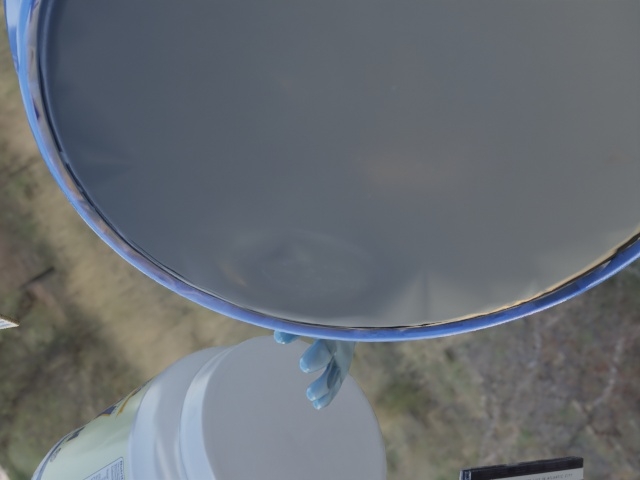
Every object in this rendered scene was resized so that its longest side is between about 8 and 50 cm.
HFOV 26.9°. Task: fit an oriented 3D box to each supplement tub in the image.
[{"bbox_3d":[-0.114,0.239,1.268,0.325,0.235,0.235,-35,87,44],"label":"supplement tub"}]

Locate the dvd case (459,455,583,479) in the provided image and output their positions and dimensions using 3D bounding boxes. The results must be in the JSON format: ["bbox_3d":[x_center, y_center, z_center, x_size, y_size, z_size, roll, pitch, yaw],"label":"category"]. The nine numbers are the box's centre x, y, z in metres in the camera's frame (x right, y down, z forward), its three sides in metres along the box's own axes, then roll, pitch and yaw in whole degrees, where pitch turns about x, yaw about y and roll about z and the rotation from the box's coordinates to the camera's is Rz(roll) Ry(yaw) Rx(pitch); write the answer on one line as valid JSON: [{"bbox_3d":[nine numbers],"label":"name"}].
[{"bbox_3d":[0.196,0.327,1.311,0.018,0.164,0.221,3,91,51],"label":"dvd case"}]

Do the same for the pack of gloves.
[{"bbox_3d":[0.000,0.000,0.987,0.232,0.046,0.195,-59,-33,-65],"label":"pack of gloves"}]

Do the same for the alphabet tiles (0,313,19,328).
[{"bbox_3d":[-0.477,0.082,1.465,0.237,0.198,0.009,36,-134,-65],"label":"alphabet tiles"}]

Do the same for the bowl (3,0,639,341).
[{"bbox_3d":[0.035,-0.095,0.678,0.077,0.391,0.391,-92,-12,-47],"label":"bowl"}]
